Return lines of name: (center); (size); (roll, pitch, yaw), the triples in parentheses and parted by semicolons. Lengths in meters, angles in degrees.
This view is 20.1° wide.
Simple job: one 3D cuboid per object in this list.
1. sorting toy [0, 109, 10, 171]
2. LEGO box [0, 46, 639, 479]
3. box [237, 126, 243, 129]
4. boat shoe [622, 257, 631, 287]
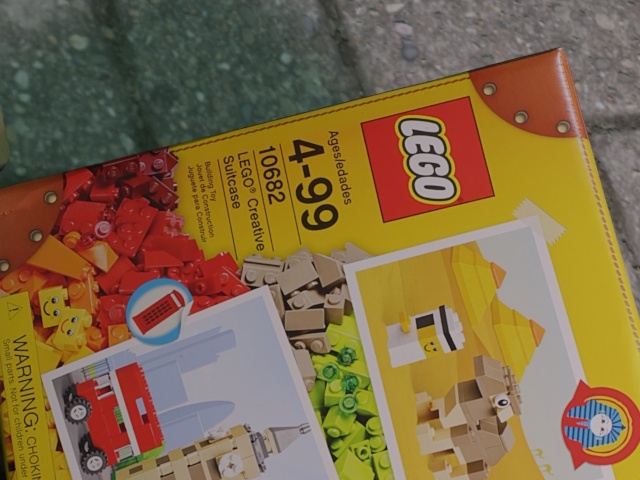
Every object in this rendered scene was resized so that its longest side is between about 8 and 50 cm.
sorting toy: (-0.361, -0.139, 1.182); (0.255, 0.089, 0.257); (-4, 67, -31)
LEGO box: (0.028, 0.187, 1.056); (0.372, 0.193, 0.500); (-14, 68, 4)
box: (0.000, 0.000, 1.284); (0.207, 0.036, 0.114); (25, 46, 18)
boat shoe: (0.174, -0.001, 1.376); (0.068, 0.081, 0.228); (10, 28, -13)
